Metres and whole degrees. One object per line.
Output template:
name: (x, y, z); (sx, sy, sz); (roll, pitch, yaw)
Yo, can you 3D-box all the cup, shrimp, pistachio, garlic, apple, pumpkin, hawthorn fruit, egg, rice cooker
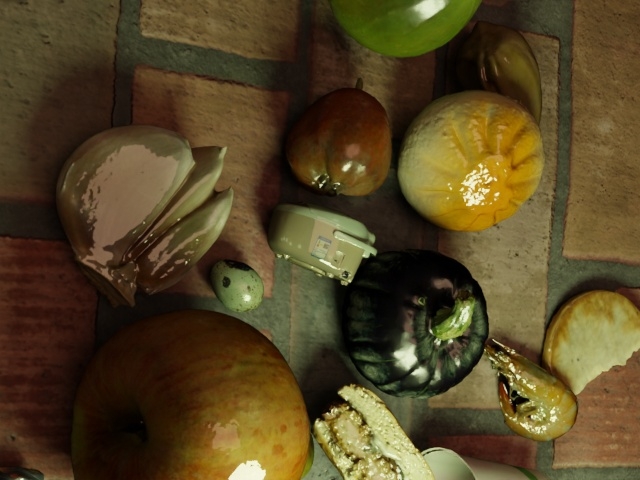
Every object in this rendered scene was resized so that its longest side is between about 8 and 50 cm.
cup: (0.320, 0.544, 1.934); (0.274, 0.253, 0.253); (13, 83, -35)
shrimp: (0.426, 0.326, 2.085); (0.287, 0.063, 0.152); (37, 99, -11)
pistachio: (0.377, -0.325, 2.020); (0.260, 0.163, 0.212); (59, 28, -35)
garlic: (-0.310, -0.061, 1.658); (0.279, 0.132, 0.325); (40, 74, -22)
apple: (-0.203, 0.306, 1.575); (0.334, 0.400, 0.400); (15, 81, -52)
pumpkin: (0.197, 0.160, 1.845); (0.296, 0.296, 0.295); (1, 89, -28)
hawthorn fruit: (0.044, -0.200, 1.828); (0.199, 0.199, 0.251); (29, 61, -25)
egg: (-0.151, 0.080, 1.766); (0.085, 0.085, 0.110); (-42, 96, -22)
rice cooker: (0.000, 0.000, 1.816); (0.206, 0.145, 0.127); (27, 84, -15)

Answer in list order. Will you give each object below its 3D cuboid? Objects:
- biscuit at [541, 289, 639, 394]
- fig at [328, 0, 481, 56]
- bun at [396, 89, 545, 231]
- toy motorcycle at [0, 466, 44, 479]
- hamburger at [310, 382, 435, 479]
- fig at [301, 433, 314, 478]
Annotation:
biscuit: (0.601, 0.217, 2.189); (0.309, 0.040, 0.204); (-29, 103, -24)
fig: (0.175, -0.492, 1.824); (0.316, 0.316, 0.316); (1, 89, -28)
bun: (0.303, -0.142, 1.901); (0.299, 0.164, 0.298); (-6, 123, -10)
toy motorcycle: (-0.483, 0.473, 1.570); (0.173, 0.108, 0.307); (-42, 110, -28)
hamburger: (0.093, 0.404, 1.833); (0.155, 0.245, 0.282); (-35, 135, -9)
fig: (-0.091, 0.440, 1.796); (0.124, 0.124, 0.236); (14, 106, -27)
